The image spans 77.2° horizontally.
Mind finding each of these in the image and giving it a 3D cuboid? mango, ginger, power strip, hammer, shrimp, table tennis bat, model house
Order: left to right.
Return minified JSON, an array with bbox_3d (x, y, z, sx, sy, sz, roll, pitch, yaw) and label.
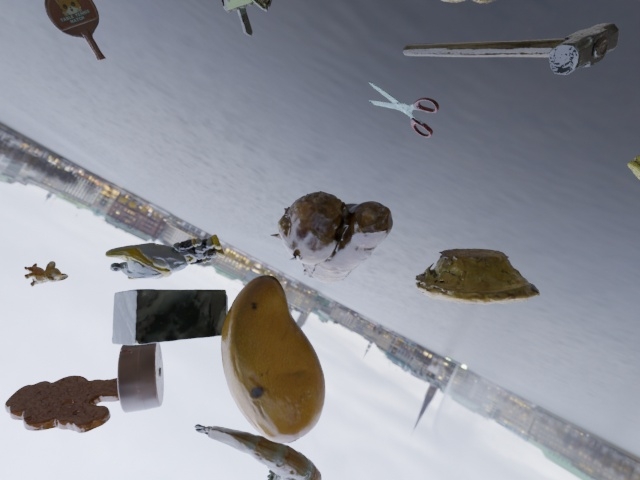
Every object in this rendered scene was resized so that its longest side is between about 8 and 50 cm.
[{"bbox_3d":[-0.594,-0.529,1.000,0.119,0.108,0.169,34,152,61],"label":"table tennis bat"},{"bbox_3d":[-0.395,0.301,0.893,0.078,0.154,0.154,-6,-177,-16],"label":"power strip"},{"bbox_3d":[-0.229,-0.782,1.271,0.218,0.205,0.278,-122,14,-45],"label":"model house"},{"bbox_3d":[-0.079,0.188,0.638,0.157,0.261,0.109,-15,174,-40],"label":"mango"},{"bbox_3d":[-0.095,0.437,0.772,0.185,0.068,0.287,-21,124,32],"label":"shrimp"},{"bbox_3d":[0.000,0.000,1.001,0.255,0.176,0.418,4,164,-10],"label":"ginger"},{"bbox_3d":[0.285,-0.327,0.691,0.365,0.111,0.043,30,145,48],"label":"hammer"}]

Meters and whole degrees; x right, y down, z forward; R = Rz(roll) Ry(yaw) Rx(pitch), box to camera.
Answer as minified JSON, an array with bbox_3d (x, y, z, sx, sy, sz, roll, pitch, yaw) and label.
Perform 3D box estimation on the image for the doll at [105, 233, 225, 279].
[{"bbox_3d":[-0.439,0.051,1.153,0.317,0.103,0.145,-14,174,-7],"label":"doll"}]

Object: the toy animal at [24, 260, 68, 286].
[{"bbox_3d":[-0.694,0.080,1.016,0.081,0.083,0.060,-125,22,-53],"label":"toy animal"}]

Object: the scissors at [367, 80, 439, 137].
[{"bbox_3d":[0.254,-0.425,1.272,0.248,0.017,0.144,33,156,20],"label":"scissors"}]

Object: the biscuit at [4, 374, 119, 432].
[{"bbox_3d":[-0.766,0.489,1.207,0.334,0.047,0.202,2,-157,2],"label":"biscuit"}]

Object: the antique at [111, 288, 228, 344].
[{"bbox_3d":[-0.250,0.130,0.699,0.088,0.085,0.183,-11,168,39],"label":"antique"}]

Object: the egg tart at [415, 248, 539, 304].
[{"bbox_3d":[0.315,0.072,0.824,0.241,0.105,0.241,0,-176,0],"label":"egg tart"}]

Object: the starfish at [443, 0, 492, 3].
[{"bbox_3d":[0.307,-0.437,0.641,0.062,0.277,0.235,57,175,-33],"label":"starfish"}]

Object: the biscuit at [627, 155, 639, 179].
[{"bbox_3d":[0.532,-0.100,0.643,0.084,0.023,0.084,33,-150,-23],"label":"biscuit"}]
